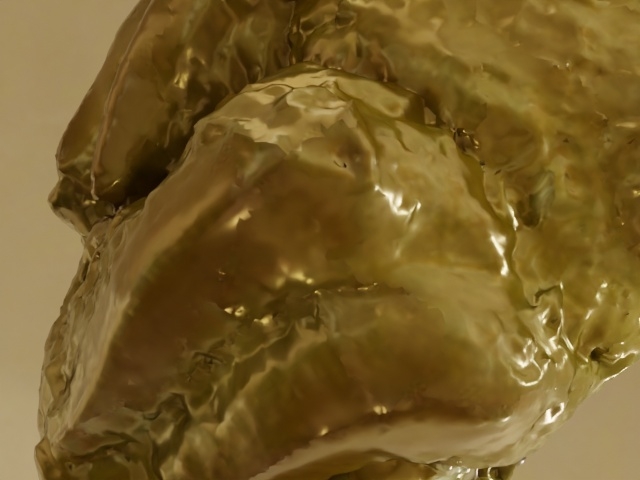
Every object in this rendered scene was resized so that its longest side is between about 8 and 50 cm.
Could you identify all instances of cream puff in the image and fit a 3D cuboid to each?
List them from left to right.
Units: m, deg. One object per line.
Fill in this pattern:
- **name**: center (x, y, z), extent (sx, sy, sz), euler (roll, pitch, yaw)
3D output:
- **cream puff**: center (0.001, -0.009, 0.668), extent (0.270, 0.274, 0.323), euler (-7, 142, -49)
